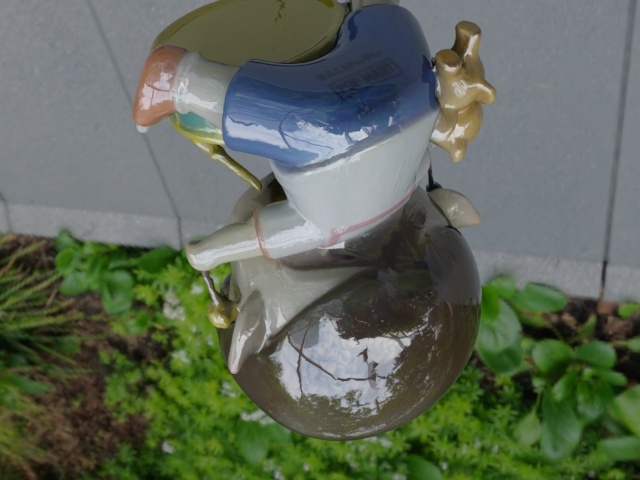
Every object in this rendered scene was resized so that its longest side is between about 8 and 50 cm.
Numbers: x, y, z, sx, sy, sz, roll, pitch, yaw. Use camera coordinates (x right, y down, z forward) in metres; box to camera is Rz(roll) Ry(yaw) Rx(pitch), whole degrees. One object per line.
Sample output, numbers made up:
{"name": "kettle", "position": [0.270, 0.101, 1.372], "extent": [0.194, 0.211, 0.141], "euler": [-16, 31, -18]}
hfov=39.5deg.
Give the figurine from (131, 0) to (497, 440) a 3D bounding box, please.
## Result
{"name": "figurine", "position": [0.005, 0.004, 0.465], "extent": [0.158, 0.161, 0.275], "euler": [39, 146, 48]}
